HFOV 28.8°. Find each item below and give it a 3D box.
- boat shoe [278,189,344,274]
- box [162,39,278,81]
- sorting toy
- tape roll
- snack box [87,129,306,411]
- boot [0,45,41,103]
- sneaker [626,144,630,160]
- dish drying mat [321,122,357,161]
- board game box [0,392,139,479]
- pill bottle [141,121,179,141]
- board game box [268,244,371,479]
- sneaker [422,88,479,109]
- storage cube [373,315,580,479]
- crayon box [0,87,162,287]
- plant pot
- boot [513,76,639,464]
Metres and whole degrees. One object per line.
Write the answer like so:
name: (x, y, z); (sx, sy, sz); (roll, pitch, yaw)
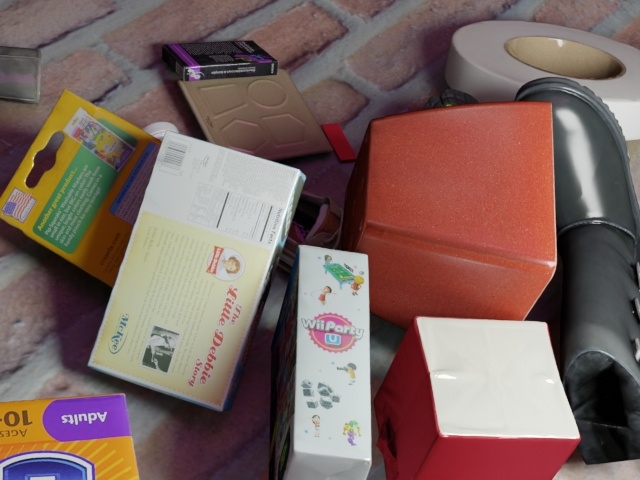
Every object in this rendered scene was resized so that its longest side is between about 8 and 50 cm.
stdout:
boat shoe: (0.000, 0.000, 1.783); (0.302, 0.103, 0.113); (19, 57, 3)
box: (-0.163, -0.293, 2.029); (0.162, 0.029, 0.116); (-8, 29, -22)
sorting toy: (-0.105, -0.192, 1.985); (0.208, 0.038, 0.193); (-8, 52, -29)
tape roll: (0.402, -0.276, 2.098); (0.392, 0.072, 0.392); (8, 27, -4)
snack box: (-0.157, 0.039, 1.600); (0.187, 0.060, 0.322); (18, 86, 9)
boot: (-0.534, -0.289, 1.908); (0.208, 0.076, 0.190); (-5, 65, -12)
sneaker: (0.401, -0.142, 2.052); (0.271, 0.100, 0.108); (-15, 60, -28)
dish drying mat: (0.030, -0.157, 2.010); (0.032, 0.008, 0.083); (-9, 52, -25)
board game box: (-0.350, 0.397, 1.158); (0.356, 0.356, 0.356); (-3, 50, -19)
pill bottle: (-0.214, -0.090, 1.815); (0.094, 0.094, 0.169); (-9, 53, -24)
board game box: (-0.004, 0.194, 1.539); (0.097, 0.224, 0.303); (8, 47, -7)
sneaker: (0.169, -0.083, 1.920); (0.111, 0.121, 0.300); (22, 65, 18)
storage cube: (0.191, 0.227, 1.591); (0.215, 0.193, 0.184); (4, 48, -15)
crayon box: (-0.252, -0.039, 1.695); (0.323, 0.083, 0.203); (30, 88, 9)
plant pot: (0.157, -0.026, 1.663); (0.235, 0.267, 0.267); (10, 57, -6)
boot: (0.358, 0.031, 1.712); (0.367, 0.146, 0.445); (55, 33, -27)
